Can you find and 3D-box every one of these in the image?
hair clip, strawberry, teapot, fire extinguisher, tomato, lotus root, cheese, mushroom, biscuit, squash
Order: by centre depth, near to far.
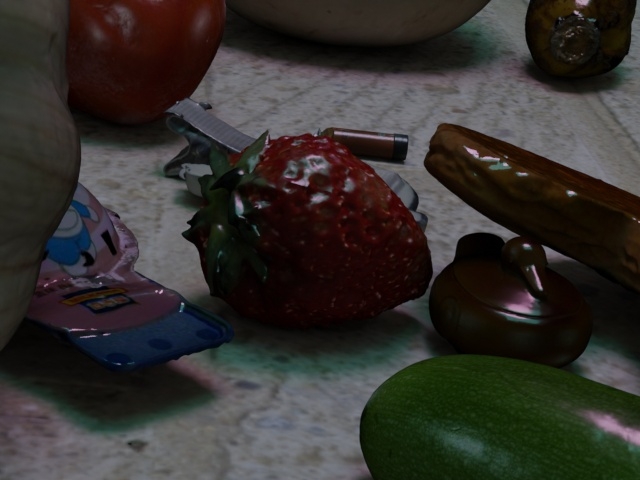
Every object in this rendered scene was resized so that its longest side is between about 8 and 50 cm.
[{"bbox_3d":[0.170,0.138,0.722,0.395,0.107,0.107,25,26,35],"label":"squash"},{"bbox_3d":[-0.174,0.011,0.967,0.189,0.074,0.286,-15,32,-43],"label":"cheese"},{"bbox_3d":[-0.001,-0.007,1.005,0.148,0.131,0.131,-5,24,-26],"label":"strawberry"},{"bbox_3d":[0.118,0.032,1.011,0.098,0.078,0.129,3,21,-13],"label":"teapot"},{"bbox_3d":[0.212,0.014,1.049,0.262,0.052,0.277,15,14,-41],"label":"biscuit"},{"bbox_3d":[-0.015,-0.052,1.225,0.220,0.054,0.140,16,18,13],"label":"hair clip"},{"bbox_3d":[-0.168,-0.173,1.336,0.187,0.151,0.187,14,21,-5],"label":"tomato"},{"bbox_3d":[0.030,-0.079,1.349,0.083,0.022,0.028,6,51,-6],"label":"fire extinguisher"},{"bbox_3d":[0.031,-0.359,1.689,0.362,0.294,0.362,5,22,-2],"label":"mushroom"},{"bbox_3d":[0.271,-0.232,1.698,0.120,0.120,0.209,14,24,14],"label":"lotus root"}]

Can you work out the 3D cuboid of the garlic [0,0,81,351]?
[{"bbox_3d":[-0.258,-0.062,0.820,0.322,0.322,0.241,13,-10,14],"label":"garlic"}]
